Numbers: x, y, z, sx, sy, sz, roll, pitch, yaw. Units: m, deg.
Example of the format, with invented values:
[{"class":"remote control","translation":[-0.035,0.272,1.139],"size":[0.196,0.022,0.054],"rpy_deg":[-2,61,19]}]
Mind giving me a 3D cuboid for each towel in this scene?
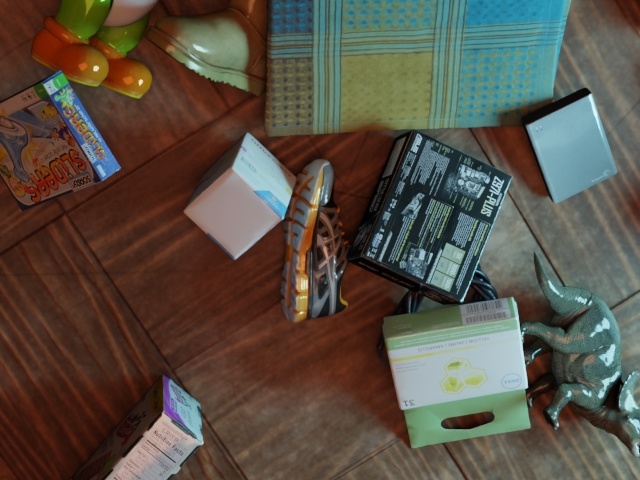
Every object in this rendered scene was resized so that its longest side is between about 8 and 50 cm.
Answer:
[{"class":"towel","translation":[0.116,-0.241,1.833],"size":[0.370,0.040,0.271],"rpy_deg":[-3,136,-7]}]

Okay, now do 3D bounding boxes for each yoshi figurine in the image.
[{"class":"yoshi figurine","translation":[-0.191,-0.348,1.792],"size":[0.203,0.203,0.362],"rpy_deg":[19,97,-25]}]

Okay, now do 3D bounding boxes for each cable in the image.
[{"class":"cable","translation":[0.170,0.112,1.981],"size":[0.151,0.047,0.184],"rpy_deg":[29,97,-10]}]

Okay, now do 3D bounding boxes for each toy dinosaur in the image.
[{"class":"toy dinosaur","translation":[0.341,0.148,1.987],"size":[0.160,0.121,0.313],"rpy_deg":[-22,98,-13]}]

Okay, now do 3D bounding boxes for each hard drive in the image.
[{"class":"hard drive","translation":[0.323,-0.121,1.936],"size":[0.094,0.022,0.135],"rpy_deg":[-26,126,0]}]

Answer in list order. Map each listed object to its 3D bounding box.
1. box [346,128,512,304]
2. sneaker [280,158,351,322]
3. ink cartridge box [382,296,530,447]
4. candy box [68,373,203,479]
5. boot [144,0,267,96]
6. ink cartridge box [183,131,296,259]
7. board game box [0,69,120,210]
[{"class":"box","translation":[0.138,-0.029,1.908],"size":[0.147,0.077,0.180],"rpy_deg":[24,81,-11]},{"class":"sneaker","translation":[0.000,0.000,1.932],"size":[0.083,0.084,0.214],"rpy_deg":[1,105,-19]},{"class":"ink cartridge box","translation":[0.182,0.188,1.942],"size":[0.171,0.056,0.235],"rpy_deg":[-10,124,5]},{"class":"candy box","translation":[-0.252,0.298,1.922],"size":[0.071,0.159,0.233],"rpy_deg":[41,94,-13]},{"class":"boot","translation":[-0.078,-0.322,1.800],"size":[0.089,0.236,0.269],"rpy_deg":[34,101,24]},{"class":"ink cartridge box","translation":[-0.097,-0.060,1.880],"size":[0.092,0.143,0.090],"rpy_deg":[44,112,-12]},{"class":"board game box","translation":[-0.339,-0.117,1.820],"size":[0.035,0.201,0.136],"rpy_deg":[-40,105,-37]}]
